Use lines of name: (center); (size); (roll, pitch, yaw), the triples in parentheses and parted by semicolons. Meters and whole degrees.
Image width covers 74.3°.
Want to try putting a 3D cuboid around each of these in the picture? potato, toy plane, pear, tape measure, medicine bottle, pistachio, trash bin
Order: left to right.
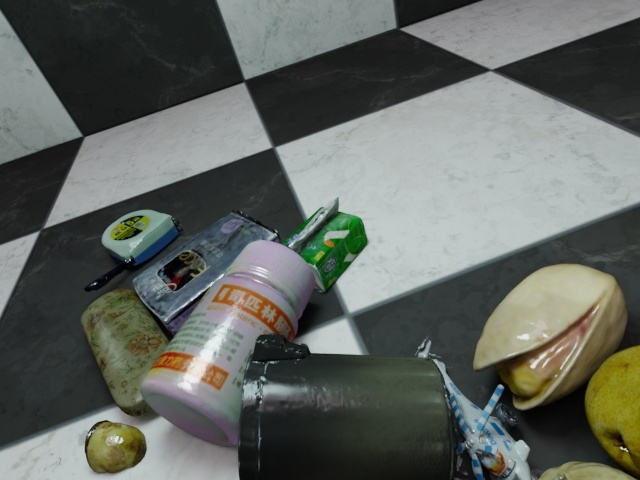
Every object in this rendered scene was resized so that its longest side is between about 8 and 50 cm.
potato: (-0.408, 0.407, 0.850); (0.103, 0.066, 0.096); (-7, 43, 10)
tape measure: (-0.634, 0.033, 1.353); (0.215, 0.097, 0.351); (16, 46, 32)
medicine bottle: (-0.169, 0.197, 0.888); (0.219, 0.219, 0.388); (5, 43, 26)
trash bin: (0.037, 0.278, 0.668); (0.302, 0.251, 0.203); (1, -3, 0)
toy plane: (0.252, 0.303, 0.725); (0.273, 0.107, 0.181); (30, 100, 65)
pistachio: (0.410, 0.159, 0.739); (0.299, 0.187, 0.188); (-37, 43, -23)
pear: (0.482, 0.245, 0.583); (0.209, 0.208, 0.208); (-11, 39, 9)

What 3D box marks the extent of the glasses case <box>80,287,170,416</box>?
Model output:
glasses case: (-0.465, 0.251, 1.029); (0.157, 0.098, 0.425); (-34, 41, -23)

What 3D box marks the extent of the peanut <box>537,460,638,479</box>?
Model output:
peanut: (0.395, 0.367, 0.540); (0.225, 0.129, 0.129); (12, 47, 28)

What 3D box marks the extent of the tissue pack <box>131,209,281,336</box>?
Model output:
tissue pack: (-0.299, 0.081, 1.145); (0.361, 0.122, 0.259); (-38, 38, -22)

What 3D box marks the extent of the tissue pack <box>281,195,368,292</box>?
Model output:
tissue pack: (-0.001, -0.001, 1.111); (0.148, 0.156, 0.209); (16, 51, 38)
